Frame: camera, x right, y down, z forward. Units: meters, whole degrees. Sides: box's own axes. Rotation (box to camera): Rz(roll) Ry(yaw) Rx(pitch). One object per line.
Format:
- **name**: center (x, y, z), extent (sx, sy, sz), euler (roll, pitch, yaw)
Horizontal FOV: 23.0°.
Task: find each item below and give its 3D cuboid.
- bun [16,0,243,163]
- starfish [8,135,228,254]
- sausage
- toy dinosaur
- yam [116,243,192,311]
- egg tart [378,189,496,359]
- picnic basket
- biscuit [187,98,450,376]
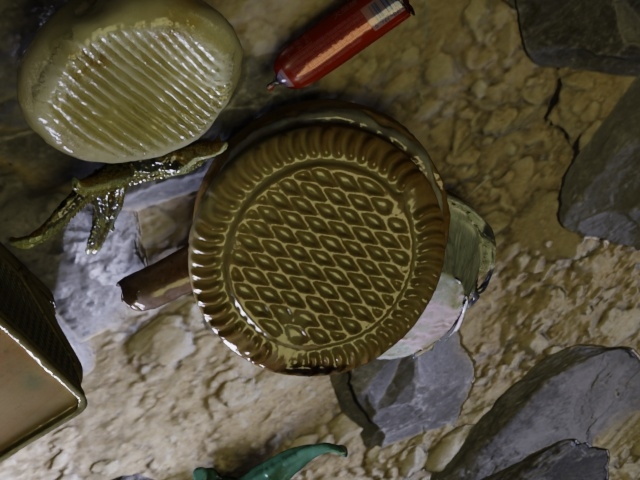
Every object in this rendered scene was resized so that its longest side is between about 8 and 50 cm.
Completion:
- **bun**: center (-0.156, -0.148, 1.262), extent (0.183, 0.102, 0.183), euler (-16, 145, -11)
- **starfish**: center (-0.176, -0.045, 1.362), extent (0.208, 0.053, 0.176), euler (-33, 175, 7)
- **sausage**: center (0.013, -0.174, 1.370), extent (0.145, 0.048, 0.050), euler (-35, 176, 9)
- **toy dinosaur**: center (-0.111, 0.292, 1.748), extent (0.292, 0.079, 0.120), euler (-44, 141, 22)
- **yam**: center (-0.071, 0.000, 1.495), extent (0.264, 0.046, 0.046), euler (-26, 138, -1)
- **egg tart**: center (0.073, 0.049, 1.587), extent (0.234, 0.094, 0.234), euler (-13, 136, -13)
- **picnic basket**: center (-0.339, 0.078, 1.364), extent (0.165, 0.139, 0.266), euler (-32, 138, 4)
- **biscuit**: center (0.000, 0.000, 1.442), extent (0.259, 0.079, 0.259), euler (-4, 108, -11)
